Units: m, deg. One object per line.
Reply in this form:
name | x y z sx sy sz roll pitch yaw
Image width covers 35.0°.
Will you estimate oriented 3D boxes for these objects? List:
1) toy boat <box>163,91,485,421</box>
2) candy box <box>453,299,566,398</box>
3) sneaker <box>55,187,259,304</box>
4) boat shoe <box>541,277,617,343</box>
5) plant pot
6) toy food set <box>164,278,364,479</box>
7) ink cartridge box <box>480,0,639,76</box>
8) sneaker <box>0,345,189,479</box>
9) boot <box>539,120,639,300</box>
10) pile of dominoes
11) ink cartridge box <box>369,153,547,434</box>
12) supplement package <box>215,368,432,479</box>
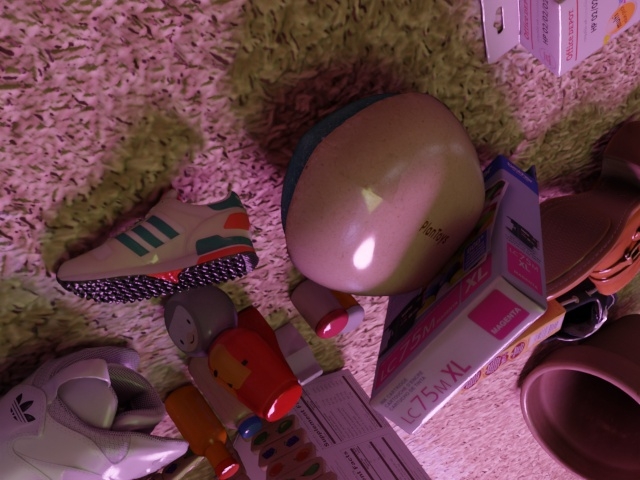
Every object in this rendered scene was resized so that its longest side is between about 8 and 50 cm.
toy boat | 0.000 0.000 0.895 0.318 0.148 0.267 -49 154 2
candy box | 0.196 0.107 1.258 0.187 0.109 0.053 -31 149 -16
sneaker | -0.132 0.001 0.817 0.161 0.075 0.057 -11 157 4
boat shoe | 0.349 0.100 1.434 0.303 0.091 0.114 0 132 -48
plant pot | 0.498 0.243 1.667 0.229 0.263 0.263 -39 155 -36
toy food set | -0.040 0.132 1.036 0.232 0.104 0.111 -29 148 -18
ink cartridge box | 0.236 -0.222 0.914 0.181 0.061 0.104 -35 149 -7
sneaker | -0.209 0.228 0.943 0.210 0.137 0.366 -35 146 -2
boot | 0.335 0.008 1.266 0.283 0.109 0.220 -53 150 -19
pile of dominoes | -0.099 0.245 1.038 0.196 0.251 0.040 -40 115 -3
ink cartridge box | 0.139 0.032 1.012 0.186 0.065 0.311 -49 -171 28
supplement package | -0.013 0.326 1.225 0.145 0.204 0.261 -10 139 -40
